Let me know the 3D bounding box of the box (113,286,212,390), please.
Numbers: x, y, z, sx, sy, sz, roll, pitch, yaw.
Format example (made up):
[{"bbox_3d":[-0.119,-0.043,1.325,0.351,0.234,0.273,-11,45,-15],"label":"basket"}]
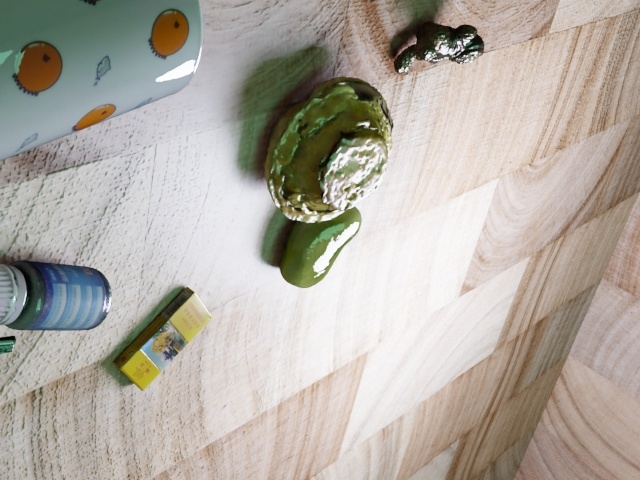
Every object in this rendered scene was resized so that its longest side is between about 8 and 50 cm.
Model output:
[{"bbox_3d":[-0.233,0.147,1.414,0.155,0.023,0.087,-47,152,-15],"label":"box"}]

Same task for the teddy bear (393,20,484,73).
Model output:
[{"bbox_3d":[0.192,-0.318,1.525,0.160,0.078,0.119,-12,173,-35],"label":"teddy bear"}]

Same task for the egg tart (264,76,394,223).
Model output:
[{"bbox_3d":[0.027,-0.124,1.406,0.241,0.106,0.241,-22,129,-29],"label":"egg tart"}]

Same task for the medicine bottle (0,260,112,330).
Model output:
[{"bbox_3d":[-0.342,0.066,1.110,0.203,0.083,0.083,7,114,-59],"label":"medicine bottle"}]

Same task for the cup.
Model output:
[{"bbox_3d":[-0.289,-0.175,0.819,0.317,0.212,0.212,-31,142,-36],"label":"cup"}]

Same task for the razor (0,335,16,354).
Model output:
[{"bbox_3d":[-0.425,0.211,1.175,0.082,0.042,0.253,-6,128,-28],"label":"razor"}]

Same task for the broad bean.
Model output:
[{"bbox_3d":[0.000,0.000,1.548,0.174,0.082,0.124,-59,149,5],"label":"broad bean"}]
